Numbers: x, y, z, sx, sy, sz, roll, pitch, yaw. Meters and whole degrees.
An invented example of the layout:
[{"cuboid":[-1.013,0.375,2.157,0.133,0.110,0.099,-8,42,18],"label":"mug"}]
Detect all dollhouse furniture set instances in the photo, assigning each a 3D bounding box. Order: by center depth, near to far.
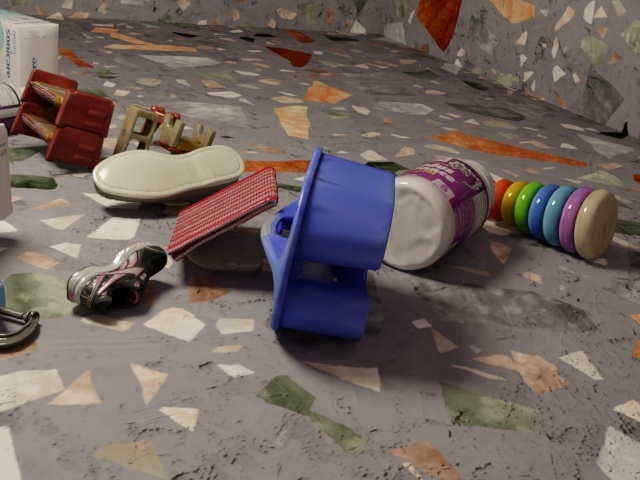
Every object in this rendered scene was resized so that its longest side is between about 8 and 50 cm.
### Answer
[{"cuboid":[-0.449,-0.236,1.892,0.374,0.152,0.201,11,14,-43],"label":"dollhouse furniture set"}]

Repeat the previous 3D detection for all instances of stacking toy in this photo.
[{"cuboid":[0.424,-0.064,1.761,0.330,0.141,0.141,17,23,39],"label":"stacking toy"}]

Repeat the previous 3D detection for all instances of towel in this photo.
[{"cuboid":[-0.159,-0.051,1.465,0.199,0.031,0.275,-28,15,3],"label":"towel"}]

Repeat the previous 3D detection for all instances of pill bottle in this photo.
[{"cuboid":[0.216,-0.064,1.608,0.169,0.169,0.301,19,24,25],"label":"pill bottle"},{"cuboid":[-0.733,-0.297,1.939,0.108,0.108,0.193,20,24,27],"label":"pill bottle"}]

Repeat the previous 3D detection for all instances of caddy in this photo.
[{"cuboid":[0.000,0.000,1.287,0.179,0.241,0.341,13,21,0],"label":"caddy"}]

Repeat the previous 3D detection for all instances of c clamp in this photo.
[{"cuboid":[-0.449,0.101,1.174,0.161,0.022,0.137,15,23,19],"label":"c clamp"}]

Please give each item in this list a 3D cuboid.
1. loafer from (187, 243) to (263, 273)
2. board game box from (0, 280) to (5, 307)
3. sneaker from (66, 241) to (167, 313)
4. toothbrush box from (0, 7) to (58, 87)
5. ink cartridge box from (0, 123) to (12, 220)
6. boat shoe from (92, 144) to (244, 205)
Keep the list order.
[{"cuboid":[-0.156,0.036,1.422,0.125,0.039,0.045,6,55,4],"label":"loafer"},{"cuboid":[-0.542,0.054,1.198,0.160,0.039,0.211,-8,19,-29],"label":"board game box"},{"cuboid":[-0.285,0.065,1.279,0.077,0.072,0.178,31,38,21],"label":"sneaker"},{"cuboid":[-0.808,-0.466,2.188,0.295,0.216,0.126,20,25,30],"label":"toothbrush box"},{"cuboid":[-0.705,-0.084,1.296,0.385,0.160,0.279,3,19,6],"label":"ink cartridge box"},{"cuboid":[-0.295,-0.114,1.664,0.305,0.091,0.109,-10,65,-34],"label":"boat shoe"}]
